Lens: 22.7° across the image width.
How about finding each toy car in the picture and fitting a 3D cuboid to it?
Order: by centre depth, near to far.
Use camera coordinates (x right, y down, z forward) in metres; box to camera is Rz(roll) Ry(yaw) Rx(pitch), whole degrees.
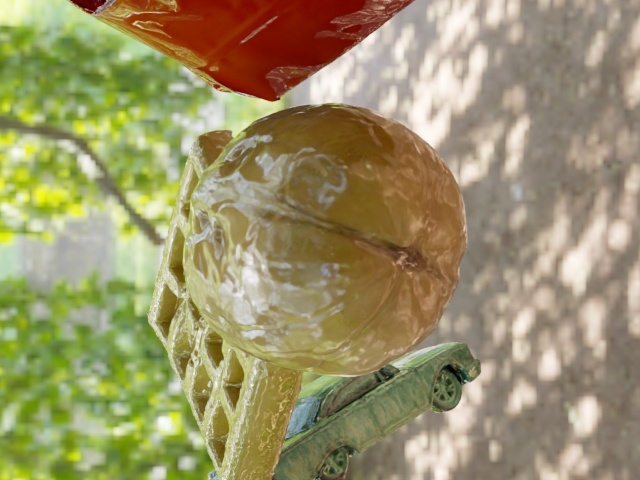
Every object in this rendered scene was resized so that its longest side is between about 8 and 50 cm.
[{"bbox_3d":[0.030,0.194,1.757,0.141,0.321,0.097,-22,94,55],"label":"toy car"}]

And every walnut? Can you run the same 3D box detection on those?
[{"bbox_3d":[0.000,0.000,1.122,0.226,0.193,0.193,-4,85,57],"label":"walnut"}]

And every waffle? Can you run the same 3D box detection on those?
[{"bbox_3d":[-0.080,0.059,1.397,0.248,0.055,0.221,-119,34,-42],"label":"waffle"}]

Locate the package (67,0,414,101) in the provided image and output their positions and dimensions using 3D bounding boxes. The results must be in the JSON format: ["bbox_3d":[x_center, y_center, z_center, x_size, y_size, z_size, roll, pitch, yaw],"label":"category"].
[{"bbox_3d":[-0.008,-0.237,1.111,0.423,0.196,0.123,-32,50,34],"label":"package"}]
